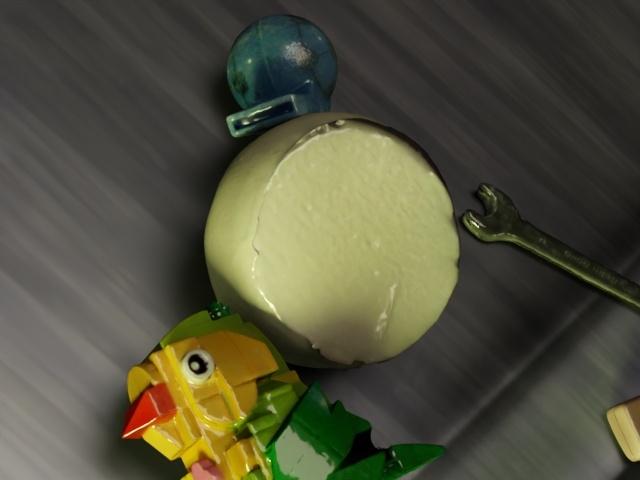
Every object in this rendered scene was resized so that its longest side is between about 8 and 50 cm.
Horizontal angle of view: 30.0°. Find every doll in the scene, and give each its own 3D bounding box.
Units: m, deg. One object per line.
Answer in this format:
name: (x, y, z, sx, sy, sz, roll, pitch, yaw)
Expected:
doll: (-0.029, 0.121, 0.717, 0.186, 0.106, 0.134, 40, 53, -4)

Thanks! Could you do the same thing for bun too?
bun: (0.000, 0.000, 0.803, 0.172, 0.120, 0.173, 0, 89, -27)

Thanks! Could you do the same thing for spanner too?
spanner: (0.226, 0.025, 0.998, 0.254, 0.015, 0.054, 28, 51, -15)

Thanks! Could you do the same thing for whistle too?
whistle: (-0.032, -0.124, 0.869, 0.090, 0.090, 0.158, 49, 14, 3)

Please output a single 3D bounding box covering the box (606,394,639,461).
box: (0.278, 0.141, 0.953, 0.115, 0.025, 0.048, -12, 74, -36)
